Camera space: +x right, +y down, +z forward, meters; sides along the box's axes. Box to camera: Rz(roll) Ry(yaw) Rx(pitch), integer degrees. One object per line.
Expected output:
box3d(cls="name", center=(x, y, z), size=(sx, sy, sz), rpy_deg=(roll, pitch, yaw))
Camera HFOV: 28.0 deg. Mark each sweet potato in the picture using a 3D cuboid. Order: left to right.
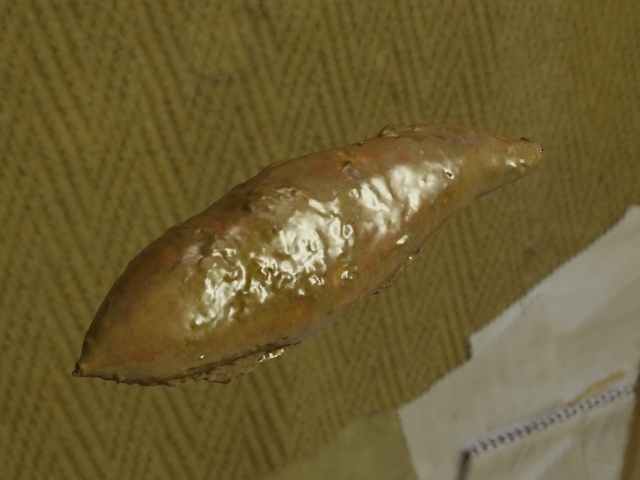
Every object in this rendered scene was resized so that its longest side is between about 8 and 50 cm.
box3d(cls="sweet potato", center=(0.000, 0.000, 0.448), size=(0.205, 0.060, 0.068), rpy_deg=(-28, 145, -26))
